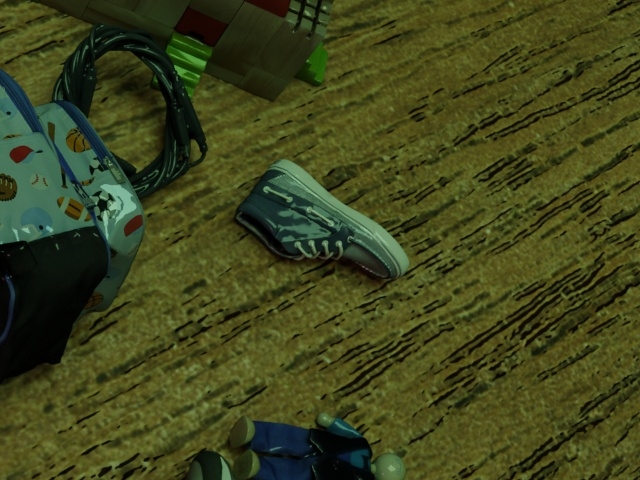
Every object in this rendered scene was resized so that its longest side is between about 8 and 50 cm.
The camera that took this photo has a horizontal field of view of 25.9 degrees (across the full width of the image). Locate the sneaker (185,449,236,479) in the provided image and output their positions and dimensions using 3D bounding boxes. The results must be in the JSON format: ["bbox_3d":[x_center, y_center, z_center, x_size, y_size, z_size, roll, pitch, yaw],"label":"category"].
[{"bbox_3d":[-0.153,0.302,1.252,0.108,0.100,0.271,28,56,-6],"label":"sneaker"}]

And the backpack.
[{"bbox_3d":[-0.298,-0.026,1.257,0.213,0.276,0.263,-26,72,-39],"label":"backpack"}]

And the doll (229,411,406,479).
[{"bbox_3d":[0.003,0.228,1.399,0.189,0.046,0.129,12,51,-29],"label":"doll"}]

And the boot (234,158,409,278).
[{"bbox_3d":[0.000,0.000,1.511,0.190,0.069,0.086,36,61,4],"label":"boot"}]

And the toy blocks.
[{"bbox_3d":[-0.119,-0.303,1.479,0.381,0.261,0.190,22,57,-16],"label":"toy blocks"}]

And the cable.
[{"bbox_3d":[-0.209,-0.137,1.457,0.151,0.047,0.184,-26,102,-18],"label":"cable"}]
